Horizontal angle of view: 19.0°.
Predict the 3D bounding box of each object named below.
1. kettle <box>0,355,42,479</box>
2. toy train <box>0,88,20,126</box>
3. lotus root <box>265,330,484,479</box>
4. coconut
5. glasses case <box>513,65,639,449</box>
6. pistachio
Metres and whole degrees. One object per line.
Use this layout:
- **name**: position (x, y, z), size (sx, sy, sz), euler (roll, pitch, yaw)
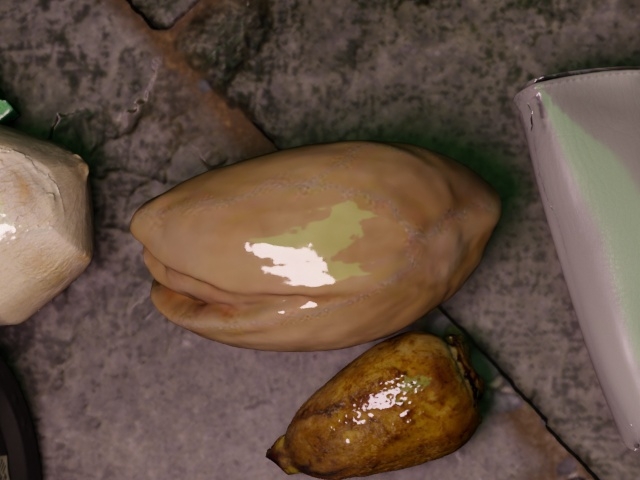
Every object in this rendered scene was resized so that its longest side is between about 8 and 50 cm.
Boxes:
- **kettle**: position (-0.418, 0.163, 1.518), size (0.324, 0.228, 0.321), euler (-7, 89, 13)
- **toy train**: position (-0.351, -0.094, 1.631), size (0.178, 0.071, 0.104), euler (-41, 90, -2)
- **lotus root**: position (0.041, 0.145, 1.533), size (0.190, 0.094, 0.108), euler (-29, 109, 7)
- **coconut**: position (-0.262, -0.021, 1.565), size (0.162, 0.161, 0.161), euler (-43, 79, -2)
- **glasses case**: position (0.256, 0.008, 1.534), size (0.128, 0.083, 0.308), euler (-15, 80, -1)
- **pistachio**: position (0.000, 0.000, 1.522), size (0.293, 0.181, 0.162), euler (-12, 119, 8)
